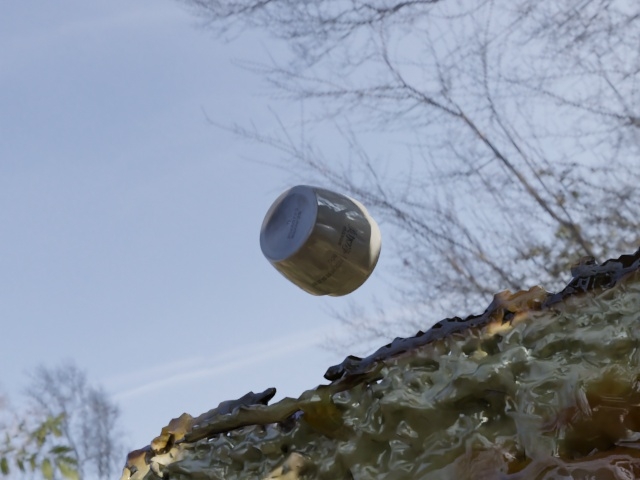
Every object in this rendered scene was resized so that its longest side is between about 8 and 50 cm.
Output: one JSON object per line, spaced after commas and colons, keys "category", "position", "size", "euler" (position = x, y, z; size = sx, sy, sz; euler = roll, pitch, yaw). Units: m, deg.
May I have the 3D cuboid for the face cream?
{"category": "face cream", "position": [0.000, 0.000, 0.962], "size": [0.117, 0.117, 0.104], "euler": [-41, -48, 23]}

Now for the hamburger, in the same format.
{"category": "hamburger", "position": [0.118, 0.203, 0.419], "size": [0.445, 0.268, 0.287], "euler": [-25, -46, 19]}
